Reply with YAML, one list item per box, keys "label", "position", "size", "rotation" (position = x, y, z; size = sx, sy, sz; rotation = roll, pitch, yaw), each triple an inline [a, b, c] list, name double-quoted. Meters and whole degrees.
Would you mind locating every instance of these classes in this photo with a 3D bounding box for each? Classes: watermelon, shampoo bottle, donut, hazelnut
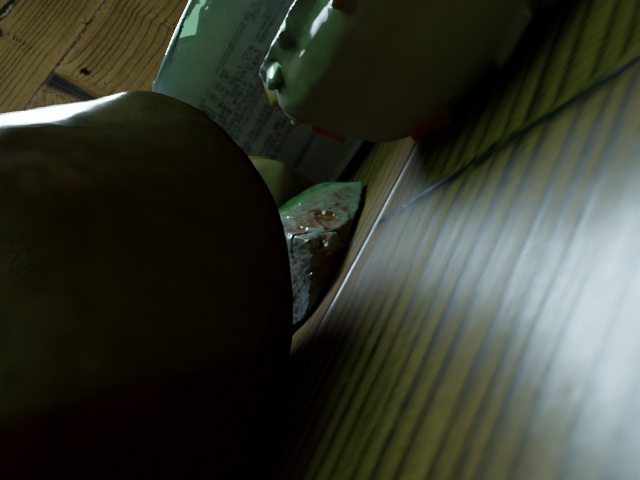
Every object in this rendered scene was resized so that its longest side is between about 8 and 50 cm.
- label: "watermelon"
  position: [-0.006, 0.000, 0.677]
  size: [0.094, 0.081, 0.180]
  rotation: [-19, 38, 36]
- label: "shampoo bottle"
  position: [-0.049, -0.209, 0.918]
  size: [0.273, 0.266, 0.273]
  rotation: [-57, 12, 20]
- label: "donut"
  position: [0.098, -0.232, 0.550]
  size: [0.382, 0.143, 0.382]
  rotation: [-56, 8, 12]
- label: "hazelnut"
  position: [-0.172, 0.074, 0.515]
  size: [0.365, 0.366, 0.366]
  rotation: [-57, 8, 12]

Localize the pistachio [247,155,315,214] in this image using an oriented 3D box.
- label: "pistachio"
  position: [-0.076, 0.007, 0.770]
  size: [0.206, 0.130, 0.131]
  rotation: [-63, 1, 19]
